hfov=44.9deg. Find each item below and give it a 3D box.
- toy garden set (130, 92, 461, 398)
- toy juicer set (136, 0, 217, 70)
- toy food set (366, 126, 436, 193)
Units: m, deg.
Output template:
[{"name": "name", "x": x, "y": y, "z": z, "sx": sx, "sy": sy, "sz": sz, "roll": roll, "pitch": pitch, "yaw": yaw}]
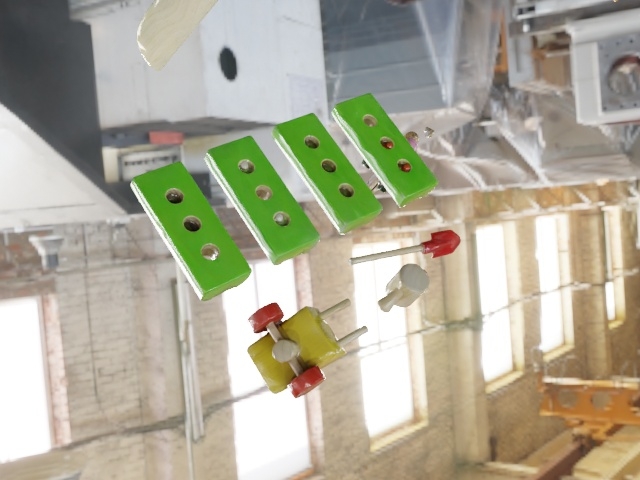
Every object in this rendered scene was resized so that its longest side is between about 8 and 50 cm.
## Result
[{"name": "toy garden set", "x": 0.000, "y": 0.000, "z": 0.635, "sx": 0.244, "sy": 0.204, "sz": 0.049, "roll": -25, "pitch": 162, "yaw": -32}, {"name": "toy juicer set", "x": -0.082, "y": -0.281, "z": 0.419, "sx": 0.209, "sy": 0.329, "sz": 0.089, "roll": -12, "pitch": -155, "yaw": 33}, {"name": "toy food set", "x": 0.091, "y": -0.102, "z": 0.980, "sx": 0.122, "sy": 0.019, "sz": 0.078, "roll": -46, "pitch": -169, "yaw": 8}]
